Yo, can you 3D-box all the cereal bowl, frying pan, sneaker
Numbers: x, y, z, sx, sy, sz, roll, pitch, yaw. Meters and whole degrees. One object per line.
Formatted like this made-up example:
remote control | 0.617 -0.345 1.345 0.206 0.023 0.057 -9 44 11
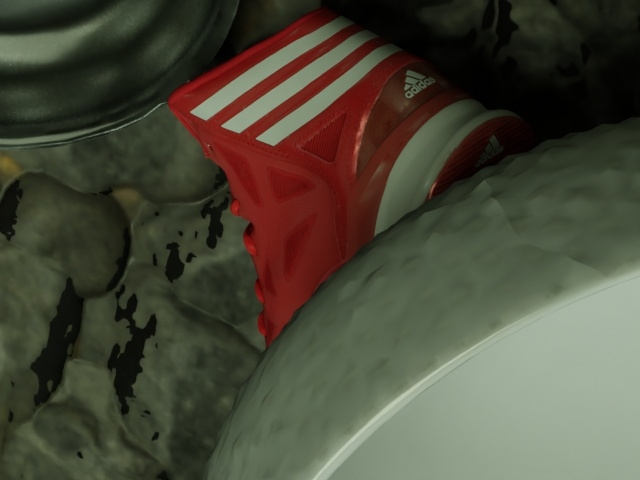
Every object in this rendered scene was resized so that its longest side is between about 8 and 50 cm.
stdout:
cereal bowl | 0.112 0.091 0.664 0.339 0.141 0.339 -7 127 -10
frying pan | -0.190 -0.116 0.700 0.326 0.053 0.197 5 137 -2
sneaker | 0.000 0.000 0.749 0.128 0.087 0.221 43 137 23
